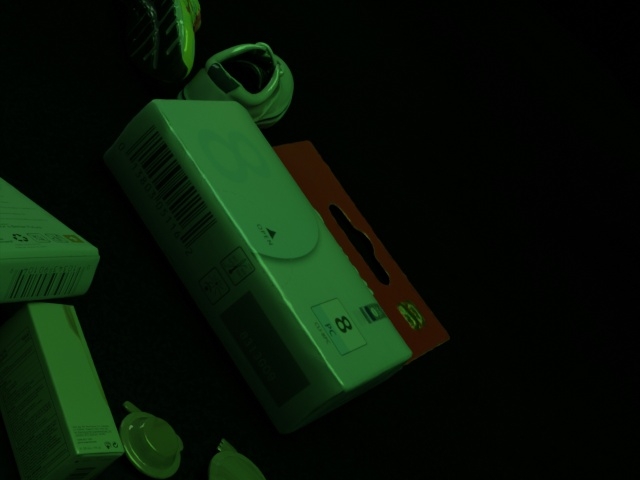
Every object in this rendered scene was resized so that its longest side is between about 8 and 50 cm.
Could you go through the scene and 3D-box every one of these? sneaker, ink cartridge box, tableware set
[{"bbox_3d":[-0.075,-0.178,1.140,0.094,0.091,0.258,46,27,-5],"label":"sneaker"},{"bbox_3d":[-0.285,-0.024,0.646,0.208,0.045,0.206,34,19,27],"label":"ink cartridge box"},{"bbox_3d":[-0.093,0.193,0.712,0.141,0.020,0.169,40,27,-21],"label":"tableware set"},{"bbox_3d":[0.000,0.000,1.024,0.308,0.091,0.385,55,29,12],"label":"ink cartridge box"},{"bbox_3d":[-0.164,-0.246,1.110,0.094,0.081,0.208,24,35,-43],"label":"sneaker"}]

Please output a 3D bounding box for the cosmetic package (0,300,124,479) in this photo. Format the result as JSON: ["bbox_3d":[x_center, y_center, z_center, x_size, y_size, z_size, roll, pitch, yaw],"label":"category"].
[{"bbox_3d":[-0.177,0.103,0.659,0.041,0.060,0.115,12,46,-51],"label":"cosmetic package"}]
